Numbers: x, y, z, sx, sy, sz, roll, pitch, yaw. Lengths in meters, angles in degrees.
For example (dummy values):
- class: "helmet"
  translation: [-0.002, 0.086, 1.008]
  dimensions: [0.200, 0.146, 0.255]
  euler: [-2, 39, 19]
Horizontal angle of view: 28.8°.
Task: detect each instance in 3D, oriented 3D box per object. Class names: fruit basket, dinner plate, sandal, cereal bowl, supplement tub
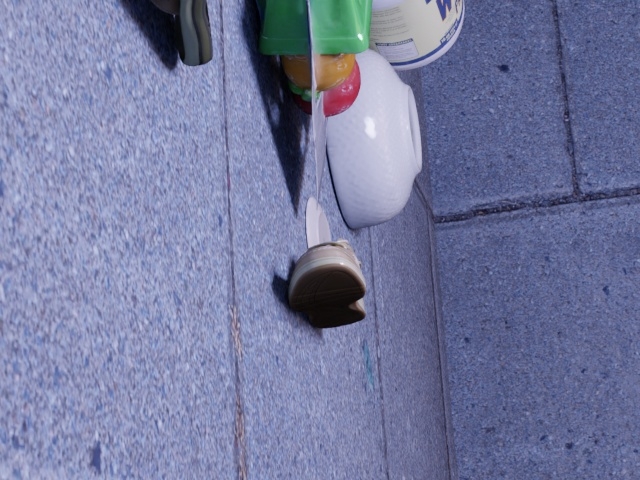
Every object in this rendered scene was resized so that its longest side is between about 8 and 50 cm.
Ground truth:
- class: "fruit basket"
  translation: [-0.012, -0.279, 1.838]
  dimensions: [0.327, 0.165, 0.353]
  euler: [-83, 178, -48]
- class: "dinner plate"
  translation: [0.000, 0.000, 1.961]
  dimensions: [0.141, 0.017, 0.141]
  euler: [-6, 90, -77]
- class: "sandal"
  translation: [-0.155, -0.278, 1.228]
  dimensions: [0.303, 0.086, 0.120]
  euler: [92, -7, -56]
- class: "cereal bowl"
  translation: [0.104, -0.192, 2.278]
  dimensions: [0.339, 0.141, 0.339]
  euler: [-6, 90, -79]
- class: "supplement tub"
  translation: [0.123, -0.482, 2.277]
  dimensions: [0.325, 0.235, 0.235]
  euler: [53, 32, -62]

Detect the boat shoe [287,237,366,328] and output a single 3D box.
- class: "boat shoe"
  translation: [0.010, 0.048, 1.768]
  dimensions: [0.302, 0.109, 0.098]
  euler: [64, 16, -73]
